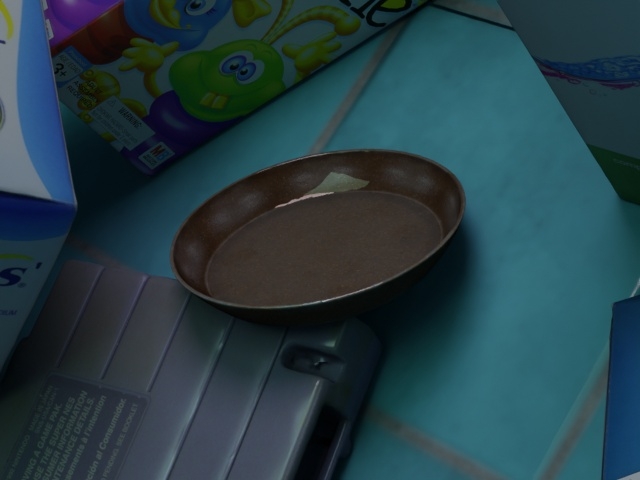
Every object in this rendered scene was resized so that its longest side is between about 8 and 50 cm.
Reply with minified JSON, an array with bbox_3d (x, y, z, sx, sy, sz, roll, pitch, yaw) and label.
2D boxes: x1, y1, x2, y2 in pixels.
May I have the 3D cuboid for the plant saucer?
[{"bbox_3d":[0.000,0.000,0.733,0.168,0.029,0.168,-11,29,6],"label":"plant saucer"}]

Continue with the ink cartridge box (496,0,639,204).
[{"bbox_3d":[0.185,-0.153,0.590,0.117,0.278,0.201,22,76,38],"label":"ink cartridge box"}]

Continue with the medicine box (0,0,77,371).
[{"bbox_3d":[-0.269,-0.043,0.775,0.289,0.149,0.263,-55,41,43],"label":"medicine box"}]

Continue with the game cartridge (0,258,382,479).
[{"bbox_3d":[-0.126,0.189,0.719,0.230,0.068,0.355,8,67,39],"label":"game cartridge"}]

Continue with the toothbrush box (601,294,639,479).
[{"bbox_3d":[0.258,0.066,0.449,0.295,0.126,0.216,-22,12,19],"label":"toothbrush box"}]

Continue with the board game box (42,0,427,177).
[{"bbox_3d":[-0.053,-0.192,0.845,0.275,0.142,0.144,-31,51,12],"label":"board game box"}]
